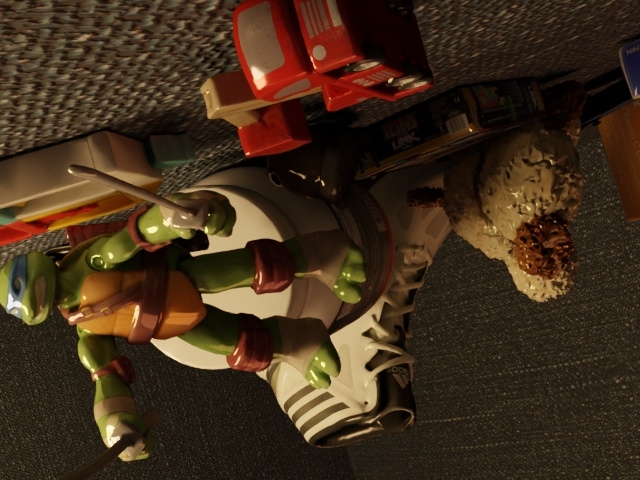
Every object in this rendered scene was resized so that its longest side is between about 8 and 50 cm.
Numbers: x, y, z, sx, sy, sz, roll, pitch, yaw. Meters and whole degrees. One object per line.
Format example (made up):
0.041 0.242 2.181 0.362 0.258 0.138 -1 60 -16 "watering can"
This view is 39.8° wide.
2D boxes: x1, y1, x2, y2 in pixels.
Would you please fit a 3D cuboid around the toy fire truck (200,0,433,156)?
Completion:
-0.013 -0.087 0.470 0.135 0.047 0.192 -16 178 21 "toy fire truck"

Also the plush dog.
0.229 -0.067 1.035 0.211 0.262 0.225 5 172 -10 "plush dog"

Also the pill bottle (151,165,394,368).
-0.054 0.022 0.978 0.210 0.210 0.363 -17 178 17 "pill bottle"

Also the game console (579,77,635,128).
0.350 -0.160 1.228 0.213 0.044 0.361 -33 -179 -25 "game console"

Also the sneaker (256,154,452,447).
0.107 0.103 1.199 0.169 0.257 0.447 21 113 -44 "sneaker"

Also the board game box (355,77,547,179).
0.131 -0.119 0.942 0.170 0.048 0.141 -19 180 44 "board game box"

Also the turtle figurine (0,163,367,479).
-0.089 0.067 0.650 0.266 0.197 0.275 2 174 -28 "turtle figurine"

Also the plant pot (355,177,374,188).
0.000 0.000 1.384 0.230 0.215 0.215 -28 180 -7 "plant pot"

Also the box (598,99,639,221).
0.649 -0.177 1.433 0.168 0.215 0.345 -16 178 -28 "box"

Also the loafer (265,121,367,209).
-0.005 -0.076 0.797 0.078 0.080 0.220 16 -178 3 "loafer"

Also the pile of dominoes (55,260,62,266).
-0.197 0.037 1.077 0.196 0.040 0.251 26 -169 2 "pile of dominoes"

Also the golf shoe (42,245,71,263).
-0.364 0.040 1.182 0.186 0.067 0.086 -17 152 23 "golf shoe"

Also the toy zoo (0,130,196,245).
-0.234 -0.023 0.647 0.293 0.030 0.192 -17 178 -5 "toy zoo"

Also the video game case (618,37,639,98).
0.473 -0.218 0.876 0.269 0.061 0.244 -18 177 42 "video game case"
